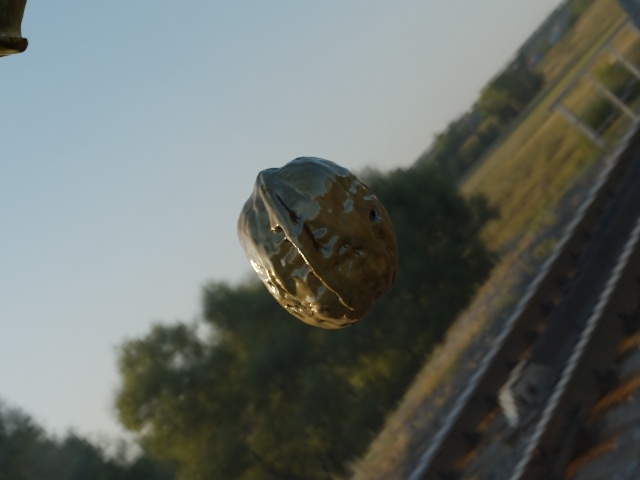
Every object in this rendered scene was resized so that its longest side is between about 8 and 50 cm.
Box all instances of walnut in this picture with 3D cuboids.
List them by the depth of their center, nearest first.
[{"bbox_3d":[0.000,0.000,1.767,0.198,0.245,0.198,-39,10,9],"label":"walnut"}]

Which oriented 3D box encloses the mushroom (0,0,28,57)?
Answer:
[{"bbox_3d":[-0.447,-0.405,1.866,0.081,0.100,0.312,-129,46,-59],"label":"mushroom"}]
